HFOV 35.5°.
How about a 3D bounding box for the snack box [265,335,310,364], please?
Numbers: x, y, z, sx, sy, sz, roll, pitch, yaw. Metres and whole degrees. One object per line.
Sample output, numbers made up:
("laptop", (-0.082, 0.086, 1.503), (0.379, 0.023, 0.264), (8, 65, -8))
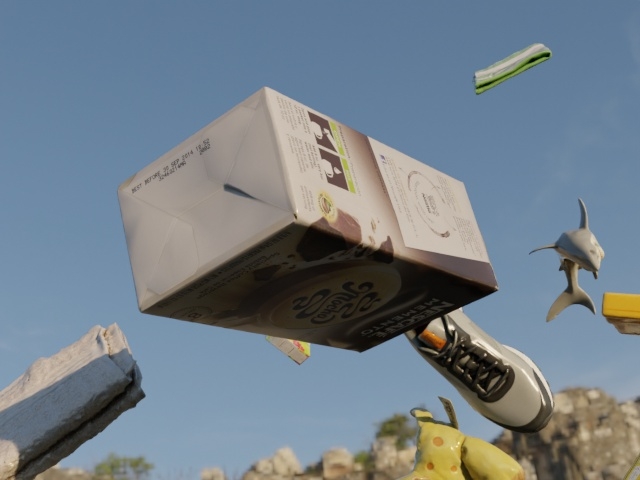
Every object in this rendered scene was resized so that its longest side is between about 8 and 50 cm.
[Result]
("snack box", (-0.069, 0.191, 2.154), (0.100, 0.141, 0.037), (41, -69, -19))

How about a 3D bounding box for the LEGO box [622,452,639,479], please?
("LEGO box", (0.632, 0.465, 1.487), (0.193, 0.372, 0.500), (-25, 10, 48))

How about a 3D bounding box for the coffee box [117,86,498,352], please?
("coffee box", (0.000, 0.000, 0.854), (0.168, 0.119, 0.297), (-30, -28, 30))

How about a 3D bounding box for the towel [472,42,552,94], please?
("towel", (0.257, -0.237, 1.359), (0.113, 0.023, 0.152), (-27, 7, 14))

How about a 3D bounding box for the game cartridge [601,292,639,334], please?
("game cartridge", (0.624, 0.135, 1.656), (0.285, 0.053, 0.323), (4, -6, 22))

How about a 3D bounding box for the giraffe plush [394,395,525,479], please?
("giraffe plush", (0.150, 0.333, 1.297), (0.181, 0.170, 0.210), (3, -47, 56))

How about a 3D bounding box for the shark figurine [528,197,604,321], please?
("shark figurine", (0.441, 0.036, 1.838), (0.116, 0.166, 0.278), (-11, -25, 2))

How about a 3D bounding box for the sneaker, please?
("sneaker", (0.183, 0.150, 1.294), (0.100, 0.271, 0.108), (-51, -18, 14))

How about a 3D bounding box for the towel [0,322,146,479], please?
("towel", (-0.312, 0.197, 1.042), (0.282, 0.187, 0.049), (-38, -69, -8))
